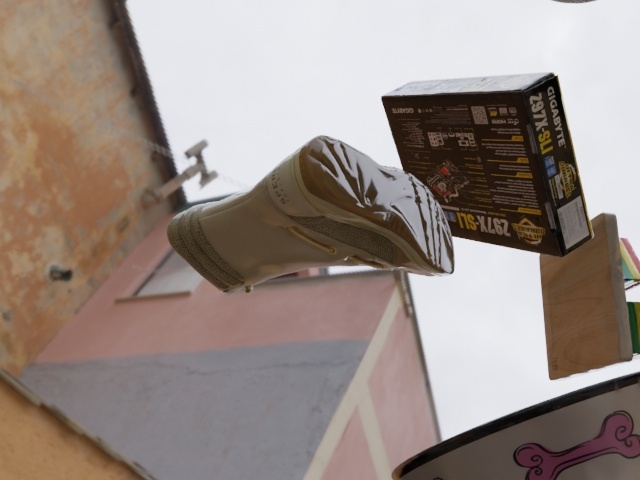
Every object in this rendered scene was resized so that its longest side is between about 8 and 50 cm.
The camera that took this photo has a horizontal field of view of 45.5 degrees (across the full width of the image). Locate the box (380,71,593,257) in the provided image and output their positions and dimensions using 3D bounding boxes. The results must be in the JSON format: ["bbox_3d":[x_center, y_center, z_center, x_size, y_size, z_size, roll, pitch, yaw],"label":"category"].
[{"bbox_3d":[0.248,-0.123,1.191,0.322,0.079,0.257,13,-50,57],"label":"box"}]

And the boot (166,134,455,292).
[{"bbox_3d":[0.000,0.000,0.777,0.204,0.095,0.262,-23,-29,33],"label":"boot"}]

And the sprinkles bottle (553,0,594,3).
[{"bbox_3d":[0.398,-0.545,1.141,0.121,0.121,0.355,10,-48,20],"label":"sprinkles bottle"}]

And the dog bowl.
[{"bbox_3d":[0.299,0.280,0.889,0.408,0.408,0.150,-41,-123,43],"label":"dog bowl"}]

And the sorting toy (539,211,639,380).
[{"bbox_3d":[0.500,0.111,1.381,0.090,0.255,0.257,3,-18,-9],"label":"sorting toy"}]
